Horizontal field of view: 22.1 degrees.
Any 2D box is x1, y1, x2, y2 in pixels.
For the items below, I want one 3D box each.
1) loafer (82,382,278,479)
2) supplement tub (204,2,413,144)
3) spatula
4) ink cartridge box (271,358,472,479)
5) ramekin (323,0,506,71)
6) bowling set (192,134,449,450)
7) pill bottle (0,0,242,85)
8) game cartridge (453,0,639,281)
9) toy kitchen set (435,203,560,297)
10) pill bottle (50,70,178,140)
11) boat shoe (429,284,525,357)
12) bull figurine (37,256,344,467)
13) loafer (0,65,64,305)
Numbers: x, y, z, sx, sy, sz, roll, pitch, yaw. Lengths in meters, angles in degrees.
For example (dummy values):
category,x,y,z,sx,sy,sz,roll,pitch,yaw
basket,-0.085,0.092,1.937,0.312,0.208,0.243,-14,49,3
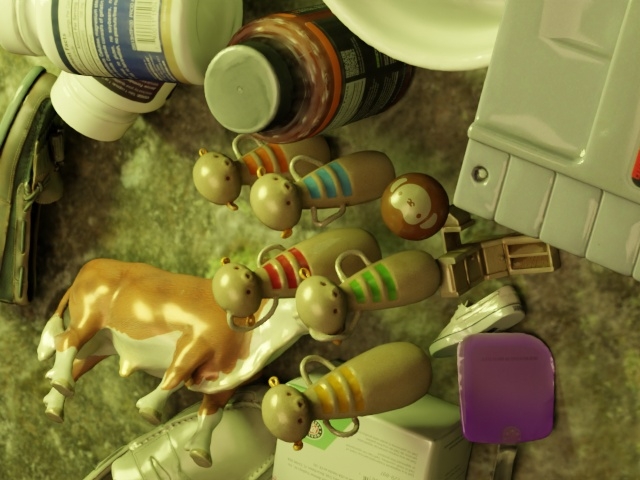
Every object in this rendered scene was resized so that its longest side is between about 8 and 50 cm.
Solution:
category,x,y,z,sx,sy,sz,roll,pitch,yaw
loafer,-0.145,0.234,1.571,0.319,0.111,0.112,-37,84,33
supplement tub,-0.012,-0.137,1.336,0.106,0.198,0.106,9,107,30
spatula,0.158,0.221,1.428,0.084,0.030,0.296,-2,111,-5
ink cartridge box,0.039,0.235,1.472,0.154,0.093,0.212,18,111,26
ramekin,0.123,-0.277,1.254,0.277,0.135,0.277,9,109,29
bowling set,0.000,0.000,1.328,0.287,0.154,0.200,64,153,19
pill bottle,-0.168,-0.188,1.340,0.186,0.112,0.112,7,107,22
game cartridge,0.235,-0.147,1.108,0.230,0.068,0.355,25,115,28
toy kitchen set,0.142,0.002,1.349,0.075,0.083,0.068,-5,101,32
pill bottle,-0.162,-0.183,1.468,0.108,0.108,0.193,47,121,12
boat shoe,0.131,0.069,1.409,0.100,0.035,0.035,-35,57,37
bull figurine,-0.127,0.094,1.502,0.310,0.188,0.101,7,143,37
loafer,-0.284,-0.048,1.604,0.084,0.096,0.267,27,124,1
